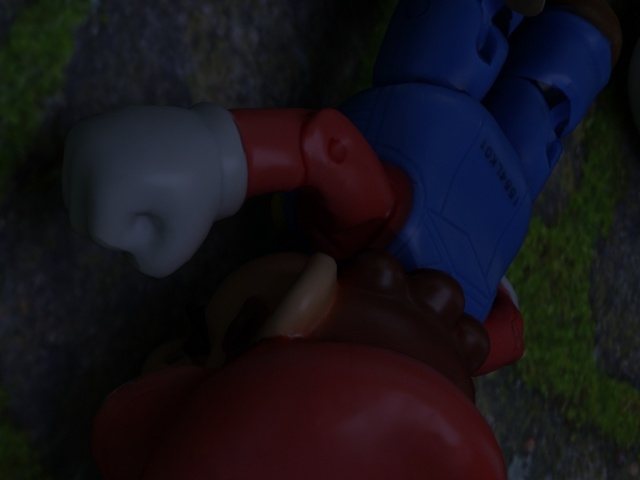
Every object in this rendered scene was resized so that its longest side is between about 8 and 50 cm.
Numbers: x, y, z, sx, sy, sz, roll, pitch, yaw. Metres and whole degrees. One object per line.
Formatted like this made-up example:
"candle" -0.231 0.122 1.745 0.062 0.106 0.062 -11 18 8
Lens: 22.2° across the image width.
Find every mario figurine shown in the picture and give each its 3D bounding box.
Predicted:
"mario figurine" 0.000 0.000 0.625 0.198 0.170 0.320 31 54 -7

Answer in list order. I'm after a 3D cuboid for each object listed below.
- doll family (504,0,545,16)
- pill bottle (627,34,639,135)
"doll family" 0.044 -0.157 0.596 0.193 0.076 0.111 44 52 -3
"pill bottle" 0.300 -0.162 0.858 0.181 0.181 0.323 53 57 -36
